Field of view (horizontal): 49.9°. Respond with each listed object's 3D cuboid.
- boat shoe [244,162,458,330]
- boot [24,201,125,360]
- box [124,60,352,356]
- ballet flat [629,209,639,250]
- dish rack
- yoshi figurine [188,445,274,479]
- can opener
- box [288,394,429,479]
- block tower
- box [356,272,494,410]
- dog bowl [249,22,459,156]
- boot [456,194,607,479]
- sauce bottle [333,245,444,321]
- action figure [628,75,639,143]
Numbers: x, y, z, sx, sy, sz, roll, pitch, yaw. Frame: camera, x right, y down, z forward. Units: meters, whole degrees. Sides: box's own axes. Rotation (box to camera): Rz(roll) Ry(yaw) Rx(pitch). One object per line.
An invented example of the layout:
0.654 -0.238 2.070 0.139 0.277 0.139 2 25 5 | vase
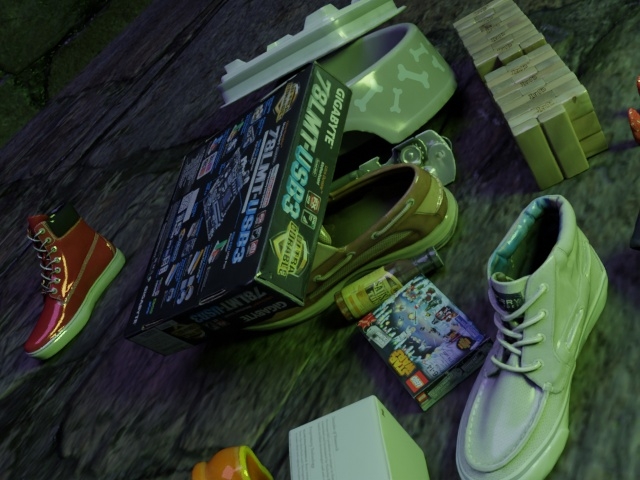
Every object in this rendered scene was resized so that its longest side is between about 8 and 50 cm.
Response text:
0.000 0.000 0.827 0.325 0.116 0.123 -30 50 11 | boat shoe
-0.449 0.059 1.135 0.089 0.176 0.244 -8 44 34 | boot
-0.102 -0.030 0.825 0.293 0.073 0.295 -24 45 44 | box
0.327 0.036 0.556 0.074 0.074 0.203 -35 39 2 | ballet flat
-0.029 -0.364 1.272 0.333 0.072 0.285 -19 18 37 | dish rack
-0.194 0.340 0.602 0.363 0.203 0.202 -22 74 -3 | yoshi figurine
0.052 -0.058 0.937 0.284 0.075 0.095 -27 2 15 | can opener
0.037 0.206 0.570 0.087 0.101 0.102 -27 36 14 | box
0.261 -0.204 0.886 0.091 0.097 0.335 -26 36 16 | block tower
0.105 0.099 0.708 0.094 0.027 0.137 -39 33 -2 | box
0.027 -0.205 1.036 0.349 0.102 0.348 -27 22 12 | dog bowl
0.166 0.081 0.586 0.095 0.123 0.258 -1 47 42 | boot
0.078 0.047 0.784 0.128 0.042 0.042 -31 33 12 | sauce bottle
0.439 -0.175 0.651 0.281 0.139 0.091 -2 48 38 | action figure
